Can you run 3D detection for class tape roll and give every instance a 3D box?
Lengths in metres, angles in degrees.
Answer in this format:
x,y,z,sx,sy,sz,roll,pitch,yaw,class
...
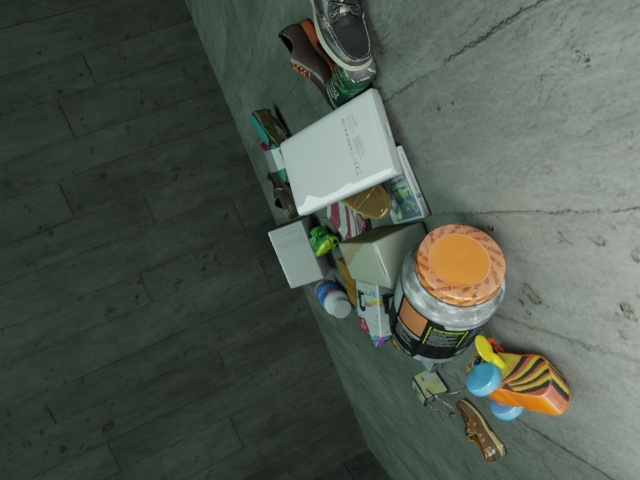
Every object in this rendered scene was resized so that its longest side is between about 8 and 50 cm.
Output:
x,y,z,sx,sy,sz,roll,pitch,yaw,class
-0.072,-0.288,1.491,0.219,0.219,0.072,-154,44,-72,tape roll

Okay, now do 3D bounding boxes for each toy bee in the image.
x,y,z,sx,sy,sz,roll,pitch,yaw,class
0.346,0.255,0.912,0.298,0.162,0.195,-3,131,45,toy bee

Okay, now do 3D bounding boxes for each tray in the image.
x,y,z,sx,sy,sz,roll,pitch,yaw,class
0.186,0.204,1.652,0.411,0.076,0.202,37,149,65,tray

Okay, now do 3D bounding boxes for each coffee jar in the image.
x,y,z,sx,sy,sz,roll,pitch,yaw,class
0.065,-0.371,1.078,0.184,0.079,0.096,131,116,-77,coffee jar

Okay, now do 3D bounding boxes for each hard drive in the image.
x,y,z,sx,sy,sz,roll,pitch,yaw,class
0.038,-0.203,1.118,0.308,0.040,0.202,-20,82,41,hard drive

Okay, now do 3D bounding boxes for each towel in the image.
x,y,z,sx,sy,sz,roll,pitch,yaw,class
0.089,-0.079,1.632,0.237,0.037,0.329,81,162,-47,towel

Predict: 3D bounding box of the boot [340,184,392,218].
x,y,z,sx,sy,sz,roll,pitch,yaw,class
0.109,-0.117,1.235,0.262,0.095,0.203,33,-178,32,boot

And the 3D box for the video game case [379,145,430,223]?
x,y,z,sx,sy,sz,roll,pitch,yaw,class
0.189,-0.129,1.131,0.173,0.022,0.190,67,168,-2,video game case

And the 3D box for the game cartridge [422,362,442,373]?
x,y,z,sx,sy,sz,roll,pitch,yaw,class
0.294,0.244,1.313,0.198,0.062,0.297,54,163,31,game cartridge

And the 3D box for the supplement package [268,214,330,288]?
x,y,z,sx,sy,sz,roll,pitch,yaw,class
-0.096,0.049,2.198,0.175,0.178,0.292,-49,-61,-72,supplement package

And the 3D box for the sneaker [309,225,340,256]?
x,y,z,sx,sy,sz,roll,pitch,yaw,class
0.000,0.000,1.981,0.123,0.110,0.295,63,168,-1,sneaker

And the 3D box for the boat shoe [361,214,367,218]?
x,y,z,sx,sy,sz,roll,pitch,yaw,class
0.119,-0.128,1.374,0.136,0.049,0.043,63,170,3,boat shoe

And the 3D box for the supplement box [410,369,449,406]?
x,y,z,sx,sy,sz,roll,pitch,yaw,class
0.338,0.453,1.430,0.083,0.083,0.056,58,166,35,supplement box

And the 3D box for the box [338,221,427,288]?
x,y,z,sx,sy,sz,roll,pitch,yaw,class
0.170,0.036,1.235,0.121,0.148,0.311,68,166,-4,box

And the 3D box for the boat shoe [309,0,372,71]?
x,y,z,sx,sy,sz,roll,pitch,yaw,class
0.033,-0.491,0.948,0.092,0.103,0.285,119,133,-81,boat shoe

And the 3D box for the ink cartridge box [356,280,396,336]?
x,y,z,sx,sy,sz,roll,pitch,yaw,class
0.171,0.187,1.388,0.127,0.073,0.174,6,102,64,ink cartridge box

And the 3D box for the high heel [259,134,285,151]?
x,y,z,sx,sy,sz,roll,pitch,yaw,class
-0.209,-0.376,2.158,0.082,0.117,0.244,58,165,34,high heel

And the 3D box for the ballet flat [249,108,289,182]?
x,y,z,sx,sy,sz,roll,pitch,yaw,class
-0.180,-0.417,1.973,0.348,0.123,0.123,61,167,9,ballet flat

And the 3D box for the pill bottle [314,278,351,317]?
x,y,z,sx,sy,sz,roll,pitch,yaw,class
0.063,0.281,2.201,0.221,0.124,0.124,40,151,62,pill bottle

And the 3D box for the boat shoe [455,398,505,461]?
x,y,z,sx,sy,sz,roll,pitch,yaw,class
0.419,0.512,1.245,0.178,0.060,0.064,55,163,44,boat shoe

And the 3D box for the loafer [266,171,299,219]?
x,y,z,sx,sy,sz,roll,pitch,yaw,class
-0.189,-0.228,2.226,0.134,0.130,0.366,40,-172,-42,loafer

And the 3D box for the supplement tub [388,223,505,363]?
x,y,z,sx,sy,sz,roll,pitch,yaw,class
0.247,0.114,0.927,0.193,0.194,0.316,60,166,28,supplement tub

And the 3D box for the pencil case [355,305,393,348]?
x,y,z,sx,sy,sz,roll,pitch,yaw,class
0.173,0.271,1.505,0.151,0.065,0.070,61,-177,21,pencil case

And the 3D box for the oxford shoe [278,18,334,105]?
x,y,z,sx,sy,sz,roll,pitch,yaw,class
-0.027,-0.467,1.248,0.271,0.099,0.097,64,168,14,oxford shoe
